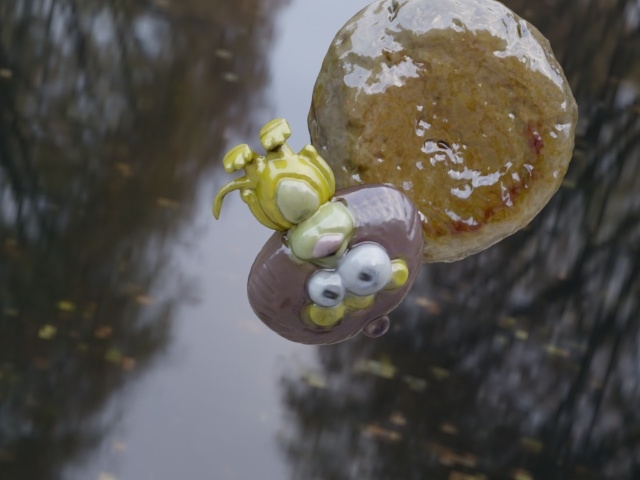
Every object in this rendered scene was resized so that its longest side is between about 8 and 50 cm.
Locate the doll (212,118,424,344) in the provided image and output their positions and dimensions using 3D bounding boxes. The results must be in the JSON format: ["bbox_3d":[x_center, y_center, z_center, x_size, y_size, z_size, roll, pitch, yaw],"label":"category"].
[{"bbox_3d":[-0.008,0.005,1.282,0.188,0.145,0.096,29,12,-26],"label":"doll"}]

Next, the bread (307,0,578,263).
[{"bbox_3d":[0.098,-0.098,1.414,0.230,0.230,0.123,11,10,-10],"label":"bread"}]
